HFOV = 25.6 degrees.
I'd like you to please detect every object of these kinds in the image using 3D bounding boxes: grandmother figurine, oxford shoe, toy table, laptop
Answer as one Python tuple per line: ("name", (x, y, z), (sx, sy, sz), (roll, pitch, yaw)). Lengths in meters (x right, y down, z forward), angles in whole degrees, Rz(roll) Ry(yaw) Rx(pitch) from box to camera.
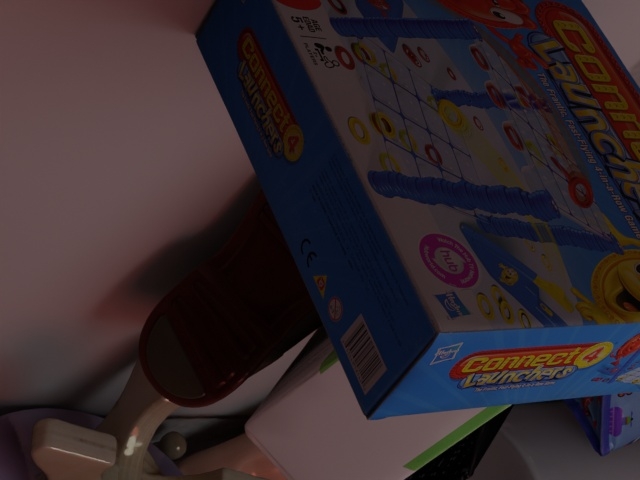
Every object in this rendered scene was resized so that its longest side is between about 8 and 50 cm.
("grandmother figurine", (-0.142, 0.267, 1.484), (0.342, 0.104, 0.208), (-22, 124, 2))
("oxford shoe", (0.000, 0.000, 1.156), (0.348, 0.123, 0.130), (-36, 175, 19))
("toy table", (-0.177, 0.220, 1.254), (0.274, 0.252, 0.161), (10, 152, -44))
("laptop", (0.128, 0.130, 1.396), (0.264, 0.136, 0.234), (-16, -165, 32))

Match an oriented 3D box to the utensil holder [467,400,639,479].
("utensil holder", (0.310, 0.352, 1.710), (0.385, 0.327, 0.327), (3, 142, -37))

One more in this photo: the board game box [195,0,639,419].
("board game box", (0.110, -0.043, 0.929), (0.302, 0.308, 0.086), (-1, 142, -36))

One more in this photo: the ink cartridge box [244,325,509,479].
("ink cartridge box", (0.080, 0.083, 1.169), (0.198, 0.115, 0.273), (-40, -176, 28))

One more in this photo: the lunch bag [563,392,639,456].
("lunch bag", (0.376, 0.063, 1.513), (0.221, 0.138, 0.293), (-18, 137, -13))
